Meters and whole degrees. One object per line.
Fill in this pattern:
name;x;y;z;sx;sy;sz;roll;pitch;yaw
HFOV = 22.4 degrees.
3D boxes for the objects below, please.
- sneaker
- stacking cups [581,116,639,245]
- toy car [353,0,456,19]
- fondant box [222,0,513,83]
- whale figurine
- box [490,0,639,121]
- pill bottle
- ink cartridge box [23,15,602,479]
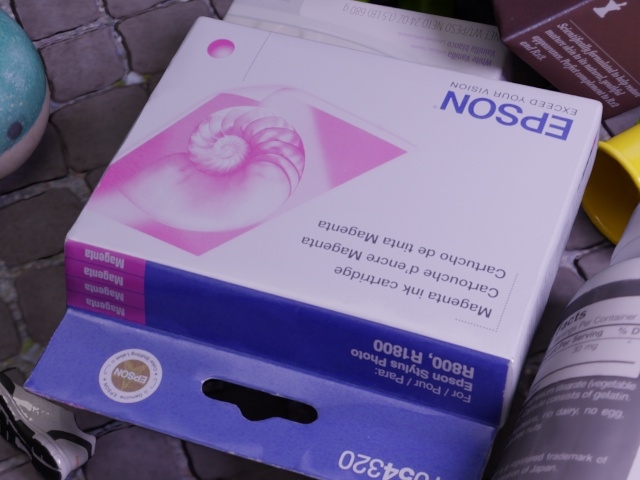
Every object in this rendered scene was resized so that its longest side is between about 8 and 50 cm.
sneaker;-0.207;0.133;1.186;0.043;0.040;0.109;-26;55;-36
stacking cups;0.352;-0.097;1.292;0.316;0.096;0.096;-26;53;-21
toy car;0.063;-0.266;1.326;0.149;0.188;0.155;6;90;-1
fondant box;-0.002;-0.045;1.269;0.238;0.096;0.330;12;54;15
whale figurine;-0.354;-0.102;1.318;0.272;0.141;0.216;-36;57;-21
box;0.203;-0.311;1.330;0.143;0.191;0.381;-26;61;25
pill bottle;0.223;0.141;1.025;0.204;0.204;0.361;18;55;19
ink cartridge box;0.000;0.000;1.130;0.324;0.071;0.330;14;53;14
